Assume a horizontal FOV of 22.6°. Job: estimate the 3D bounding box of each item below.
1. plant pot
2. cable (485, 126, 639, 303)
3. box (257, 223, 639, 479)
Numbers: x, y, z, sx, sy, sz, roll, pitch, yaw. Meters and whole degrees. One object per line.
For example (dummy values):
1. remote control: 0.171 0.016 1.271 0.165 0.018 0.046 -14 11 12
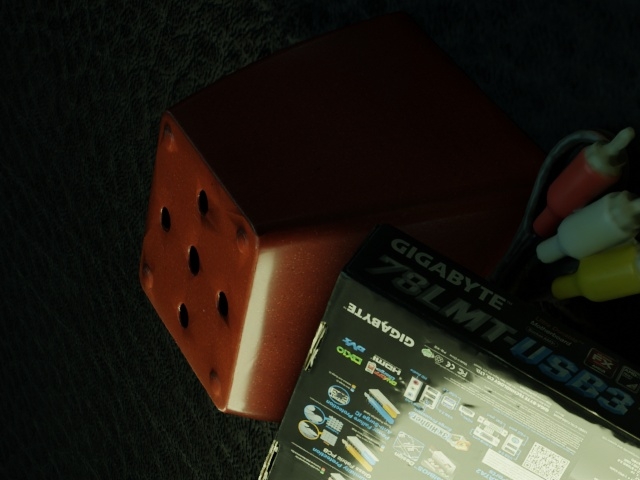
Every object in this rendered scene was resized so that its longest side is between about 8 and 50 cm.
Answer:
1. plant pot: 0.000 0.000 1.299 0.267 0.235 0.267 53 142 42
2. cable: 0.140 0.020 1.149 0.287 0.072 0.139 -36 61 35
3. box: 0.113 0.172 1.152 0.295 0.073 0.293 29 135 10
